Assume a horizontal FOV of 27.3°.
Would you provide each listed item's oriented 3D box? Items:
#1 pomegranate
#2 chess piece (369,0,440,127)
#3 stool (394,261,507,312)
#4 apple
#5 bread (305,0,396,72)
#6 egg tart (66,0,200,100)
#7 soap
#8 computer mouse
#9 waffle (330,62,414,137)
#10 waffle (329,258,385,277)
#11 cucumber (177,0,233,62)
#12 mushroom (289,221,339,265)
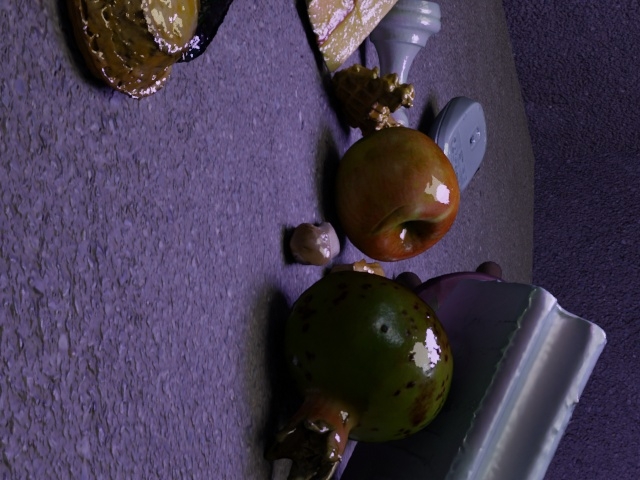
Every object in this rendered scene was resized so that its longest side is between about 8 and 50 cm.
[{"bbox_3d":[0.034,0.158,1.662,0.286,0.231,0.231,-24,111,-45],"label":"pomegranate"},{"bbox_3d":[0.124,-0.272,2.234,0.139,0.139,0.272,-4,100,-74],"label":"chess piece"},{"bbox_3d":[0.239,0.164,2.291,0.178,0.272,0.272,-96,178,-75],"label":"stool"},{"bbox_3d":[0.111,-0.074,1.990,0.196,0.195,0.196,-4,90,-74],"label":"apple"},{"bbox_3d":[0.015,-0.411,2.004,0.264,0.163,0.168,-50,145,-22],"label":"bread"},{"bbox_3d":[-0.168,-0.223,1.229,0.191,0.074,0.191,-3,90,-67],"label":"egg tart"},{"bbox_3d":[0.179,0.280,1.783,0.156,0.261,0.446,32,77,-25],"label":"soap"},{"bbox_3d":[0.267,-0.197,2.732,0.288,0.097,0.160,-51,137,-51],"label":"computer mouse"},{"bbox_3d":[0.088,-0.200,2.031,0.051,0.149,0.194,-52,150,-20],"label":"waffle"},{"bbox_3d":[0.063,0.165,1.984,0.168,0.057,0.274,-4,89,-74],"label":"waffle"},{"bbox_3d":[-0.129,-0.256,1.425,0.245,0.067,0.067,-73,154,-47],"label":"cucumber"},{"bbox_3d":[0.000,0.003,1.827,0.202,0.054,0.059,-8,92,-79],"label":"mushroom"}]
